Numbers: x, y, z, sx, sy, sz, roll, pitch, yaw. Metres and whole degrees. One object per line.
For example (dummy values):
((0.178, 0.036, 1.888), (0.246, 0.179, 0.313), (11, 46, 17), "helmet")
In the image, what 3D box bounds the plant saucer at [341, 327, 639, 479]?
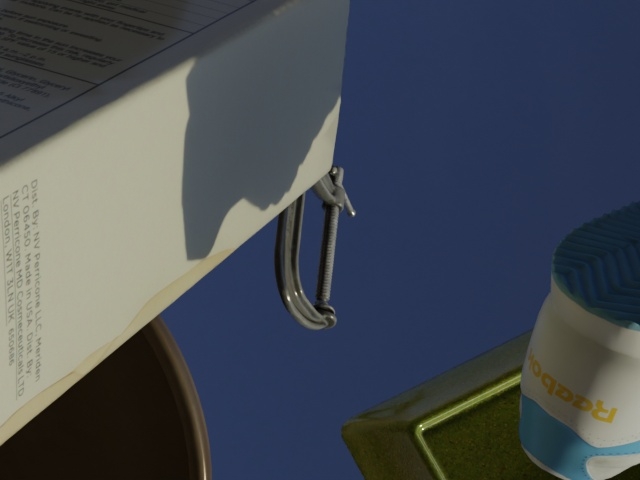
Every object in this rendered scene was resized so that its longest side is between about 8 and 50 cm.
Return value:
((0.137, 0.148, 0.870), (0.188, 0.045, 0.188), (-25, -111, -13), "plant saucer")

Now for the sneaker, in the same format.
((0.164, 0.031, 0.598), (0.087, 0.229, 0.092), (38, -54, 36), "sneaker")

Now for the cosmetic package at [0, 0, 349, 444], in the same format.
((-0.123, -0.041, 0.588), (0.160, 0.309, 0.113), (17, -61, 21), "cosmetic package")

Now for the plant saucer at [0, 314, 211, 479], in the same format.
((-0.173, 0.110, 0.823), (0.278, 0.041, 0.278), (8, -74, 28), "plant saucer")

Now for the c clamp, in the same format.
((0.000, 0.000, 1.035), (0.022, 0.137, 0.160), (-5, -128, 19), "c clamp")
